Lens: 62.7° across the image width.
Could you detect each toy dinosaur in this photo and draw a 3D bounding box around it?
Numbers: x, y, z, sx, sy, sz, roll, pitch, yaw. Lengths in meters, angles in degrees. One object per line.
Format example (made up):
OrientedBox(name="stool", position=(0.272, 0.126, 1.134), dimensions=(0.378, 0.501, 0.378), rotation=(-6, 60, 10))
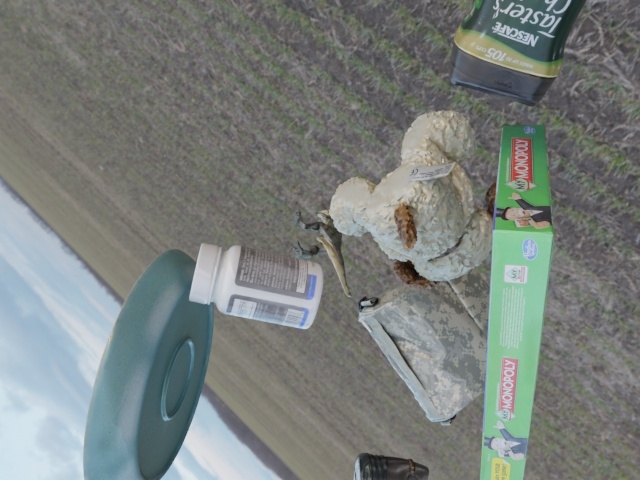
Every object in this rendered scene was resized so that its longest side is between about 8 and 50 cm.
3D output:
OrientedBox(name="toy dinosaur", position=(0.000, 0.000, 1.101), dimensions=(0.118, 0.268, 0.064), rotation=(13, 130, -19))

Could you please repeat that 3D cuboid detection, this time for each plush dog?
OrientedBox(name="plush dog", position=(0.174, -0.025, 0.795), dimensions=(0.225, 0.262, 0.211), rotation=(33, -152, -33))

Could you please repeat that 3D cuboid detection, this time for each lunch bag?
OrientedBox(name="lunch bag", position=(0.249, 0.203, 1.140), dimensions=(0.305, 0.256, 0.212), rotation=(56, 143, 3))

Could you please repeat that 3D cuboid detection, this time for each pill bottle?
OrientedBox(name="pill bottle", position=(-0.072, 0.049, 0.586), dimensions=(0.137, 0.078, 0.078), rotation=(13, 163, -11))

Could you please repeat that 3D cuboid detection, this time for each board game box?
OrientedBox(name="board game box", position=(0.200, 0.069, 0.547), dimensions=(0.046, 0.213, 0.318), rotation=(4, 124, 19))

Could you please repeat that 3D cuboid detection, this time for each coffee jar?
OrientedBox(name="coffee jar", position=(0.176, -0.208, 0.431), dimensions=(0.096, 0.079, 0.184), rotation=(16, 127, 2))

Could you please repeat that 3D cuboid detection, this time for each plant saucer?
OrientedBox(name="plant saucer", position=(-0.194, 0.170, 0.662), dimensions=(0.043, 0.318, 0.318), rotation=(11, 155, 3))

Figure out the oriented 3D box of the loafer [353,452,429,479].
OrientedBox(name="loafer", position=(0.058, 0.265, 0.433), dimensions=(0.061, 0.170, 0.062), rotation=(3, -179, -2))
